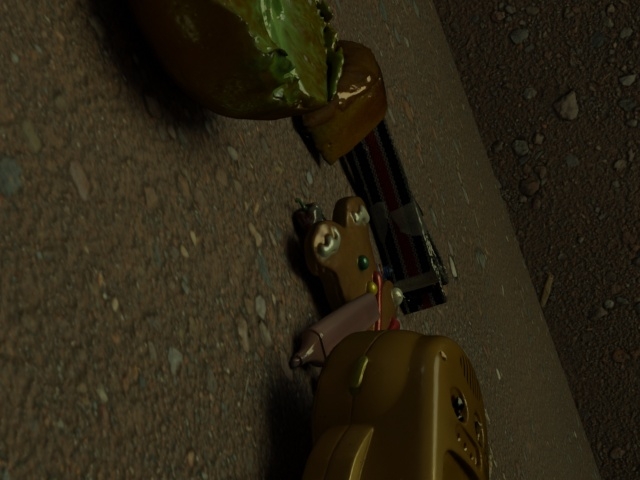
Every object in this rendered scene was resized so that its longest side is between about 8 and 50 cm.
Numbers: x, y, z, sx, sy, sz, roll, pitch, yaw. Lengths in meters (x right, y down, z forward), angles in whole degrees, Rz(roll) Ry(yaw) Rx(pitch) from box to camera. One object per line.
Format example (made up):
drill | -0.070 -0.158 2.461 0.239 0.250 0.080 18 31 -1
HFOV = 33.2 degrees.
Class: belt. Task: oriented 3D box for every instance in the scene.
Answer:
belt | 0.132 -0.048 1.897 0.126 0.094 0.359 -62 133 -73

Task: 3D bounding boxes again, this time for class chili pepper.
chili pepper | 0.001 0.000 1.526 0.050 0.041 0.153 -42 117 -36

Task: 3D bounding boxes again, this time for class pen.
pen | 0.017 0.122 1.390 0.197 0.032 0.053 -29 109 -52

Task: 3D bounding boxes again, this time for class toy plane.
toy plane | 0.089 0.066 1.705 0.167 0.062 0.054 58 19 -65

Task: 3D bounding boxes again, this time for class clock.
clock | 0.092 0.249 1.208 0.244 0.200 0.317 60 34 -42

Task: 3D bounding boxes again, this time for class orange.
orange | -0.104 -0.261 1.217 0.262 0.196 0.334 60 10 14

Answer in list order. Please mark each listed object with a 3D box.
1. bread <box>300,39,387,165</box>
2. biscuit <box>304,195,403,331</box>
bread | 0.041 -0.246 1.748 0.260 0.134 0.129 -87 154 -50
biscuit | 0.072 0.104 1.547 0.216 0.047 0.339 -45 123 -56
